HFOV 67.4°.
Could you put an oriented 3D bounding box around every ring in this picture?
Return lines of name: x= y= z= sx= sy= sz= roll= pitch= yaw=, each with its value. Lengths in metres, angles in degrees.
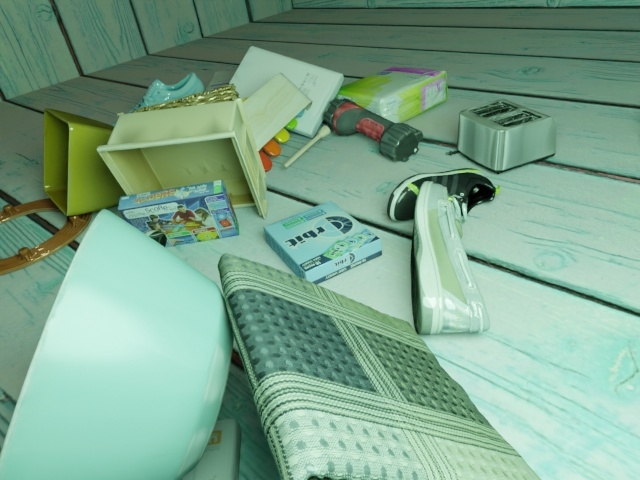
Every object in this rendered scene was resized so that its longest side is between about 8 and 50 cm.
ring: x=-0.713 y=-0.023 z=1.127 sx=0.337 sy=0.032 sz=0.336 roll=-6 pitch=33 yaw=4

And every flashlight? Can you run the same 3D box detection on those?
flashlight: x=0.126 y=-0.290 z=1.267 sx=0.103 sy=0.103 sz=0.304 roll=-8 pitch=34 yaw=-31

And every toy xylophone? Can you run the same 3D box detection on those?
toy xylophone: x=-0.125 y=-0.302 z=1.265 sx=0.323 sy=0.081 sz=0.236 roll=-41 pitch=90 yaw=-29

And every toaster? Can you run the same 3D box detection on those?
toaster: x=0.415 y=-0.240 z=1.104 sx=0.186 sy=0.110 sz=0.168 roll=-18 pitch=34 yaw=-12

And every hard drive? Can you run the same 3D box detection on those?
hard drive: x=-0.117 y=-0.448 z=1.437 sx=0.319 sy=0.040 sz=0.210 roll=24 pitch=80 yaw=18

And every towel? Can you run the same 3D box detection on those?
towel: x=0.050 y=0.151 z=0.512 sx=0.324 sy=0.056 sz=0.312 roll=24 pitch=15 yaw=-31

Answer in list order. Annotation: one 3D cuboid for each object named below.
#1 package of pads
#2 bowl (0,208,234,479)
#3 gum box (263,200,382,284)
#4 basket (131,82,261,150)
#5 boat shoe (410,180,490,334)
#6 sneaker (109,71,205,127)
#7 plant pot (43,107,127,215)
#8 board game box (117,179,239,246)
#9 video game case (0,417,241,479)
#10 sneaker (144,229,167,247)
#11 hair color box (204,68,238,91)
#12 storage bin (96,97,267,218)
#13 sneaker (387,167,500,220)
package of pads: x=0.215 y=-0.438 z=1.453 sx=0.297 sy=0.101 sz=0.229 roll=-31 pitch=38 yaw=-27
bowl: x=-0.196 y=0.137 z=0.508 sx=0.163 sy=0.311 sz=0.311 roll=17 pitch=29 yaw=-18
gum box: x=0.000 y=0.000 z=0.912 sx=0.157 sy=0.041 sz=0.184 roll=-22 pitch=37 yaw=-19
basket: x=-0.347 y=-0.269 z=1.348 sx=0.299 sy=0.222 sz=0.213 roll=-23 pitch=3 yaw=-19
boat shoe: x=0.201 y=0.018 z=0.779 sx=0.103 sy=0.118 sz=0.320 roll=3 pitch=39 yaw=7
sneaker: x=-0.561 y=-0.461 z=1.618 sx=0.366 sy=0.150 sz=0.135 roll=-30 pitch=37 yaw=-19
plant pot: x=-0.551 y=-0.192 z=1.183 sx=0.187 sy=0.212 sz=0.212 roll=-5 pitch=24 yaw=-42
board game box: x=-0.277 y=-0.047 z=0.962 sx=0.201 sy=0.136 sz=0.035 roll=-9 pitch=52 yaw=-1
video game case: x=-0.251 y=0.336 z=0.482 sx=0.329 sy=0.036 sz=0.300 roll=-9 pitch=34 yaw=0
sneaker: x=-0.311 y=0.053 z=0.901 sx=0.077 sy=0.072 sz=0.178 roll=4 pitch=42 yaw=-1
hair color box: x=-0.290 y=-0.500 z=1.660 sx=0.185 sy=0.110 sz=0.338 roll=-7 pitch=32 yaw=2
storage bin: x=-0.265 y=-0.145 z=1.005 sx=0.263 sy=0.260 sz=0.123 roll=-6 pitch=51 yaw=6
sneaker: x=0.246 y=-0.087 z=0.943 sx=0.235 sy=0.084 sz=0.097 roll=-19 pitch=36 yaw=-15
